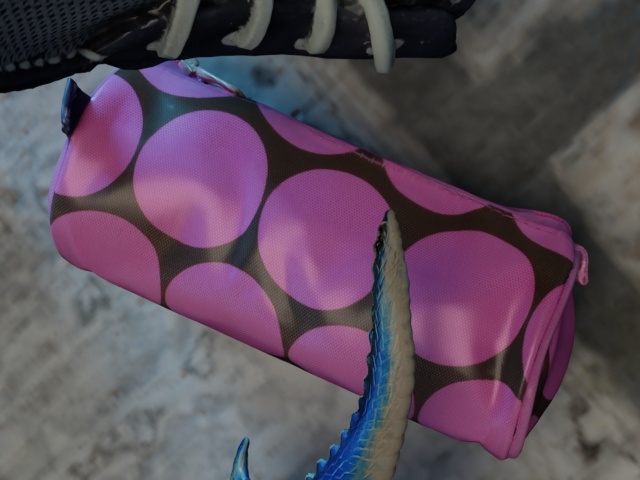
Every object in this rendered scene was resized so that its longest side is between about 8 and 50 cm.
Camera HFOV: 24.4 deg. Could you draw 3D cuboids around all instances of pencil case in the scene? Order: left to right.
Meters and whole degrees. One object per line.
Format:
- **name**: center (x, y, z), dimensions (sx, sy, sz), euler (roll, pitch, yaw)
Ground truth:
- **pencil case**: center (0.000, 0.000, 0.567), dimensions (0.209, 0.095, 0.098), euler (24, 86, 11)

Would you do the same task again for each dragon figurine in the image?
- **dragon figurine**: center (-0.010, 0.130, 0.544), dimensions (0.144, 0.085, 0.289), euler (4, 124, 25)

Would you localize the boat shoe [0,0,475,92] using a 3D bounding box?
- **boat shoe**: center (-0.027, -0.102, 0.432), dimensions (0.158, 0.340, 0.127), euler (21, 117, 3)
